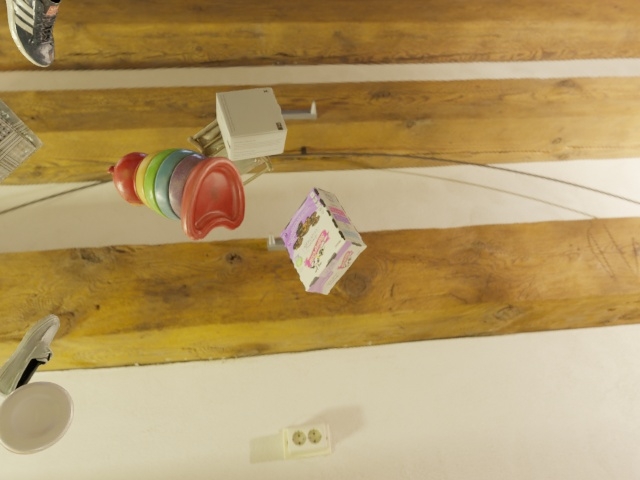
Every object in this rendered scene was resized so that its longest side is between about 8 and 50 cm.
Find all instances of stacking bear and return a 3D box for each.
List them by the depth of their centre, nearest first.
[{"bbox_3d":[-0.328,-0.120,0.941,0.288,0.165,0.175,14,-161,26],"label":"stacking bear"}]

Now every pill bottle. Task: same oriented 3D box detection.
[{"bbox_3d":[-0.393,0.247,0.598,0.085,0.152,0.086,15,-120,-28],"label":"pill bottle"}]

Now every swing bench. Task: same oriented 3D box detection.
[{"bbox_3d":[-0.330,-0.318,1.575,0.253,0.165,0.255,-29,-130,18],"label":"swing bench"}]

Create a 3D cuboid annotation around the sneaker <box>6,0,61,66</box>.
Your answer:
[{"bbox_3d":[-0.874,-0.711,1.358,0.147,0.350,0.131,17,-138,7],"label":"sneaker"}]

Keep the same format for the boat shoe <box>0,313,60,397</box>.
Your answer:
[{"bbox_3d":[-0.753,0.306,1.146,0.081,0.079,0.228,21,-123,5],"label":"boat shoe"}]

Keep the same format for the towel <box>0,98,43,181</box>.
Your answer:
[{"bbox_3d":[-1.055,-0.294,1.303,0.056,0.312,0.325,19,-115,30],"label":"towel"}]

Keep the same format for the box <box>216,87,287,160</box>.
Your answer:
[{"bbox_3d":[-0.218,-0.365,1.360,0.181,0.119,0.181,-12,-114,-19],"label":"box"}]

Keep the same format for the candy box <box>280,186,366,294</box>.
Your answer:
[{"bbox_3d":[0.000,0.000,1.033,0.070,0.165,0.196,15,-147,-39],"label":"candy box"}]
